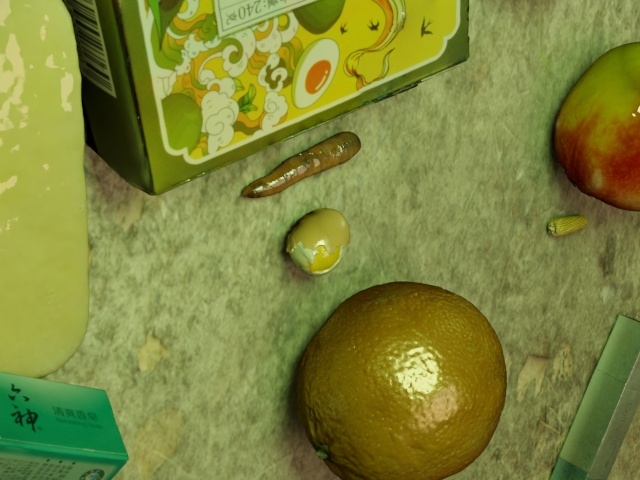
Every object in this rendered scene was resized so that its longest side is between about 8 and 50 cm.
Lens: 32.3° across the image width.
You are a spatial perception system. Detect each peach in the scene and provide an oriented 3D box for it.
[{"bbox_3d":[0.434,-0.153,1.506,0.231,0.231,0.231,-17,118,-35],"label":"peach"}]

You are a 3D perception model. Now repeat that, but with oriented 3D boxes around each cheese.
[{"bbox_3d":[-0.334,-0.012,0.989,0.384,0.104,0.384,-17,119,-34],"label":"cheese"}]

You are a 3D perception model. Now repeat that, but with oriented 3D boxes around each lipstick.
[{"bbox_3d":[0.469,0.282,1.813,0.066,0.068,0.317,17,96,-42],"label":"lipstick"}]

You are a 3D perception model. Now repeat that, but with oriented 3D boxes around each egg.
[{"bbox_3d":[0.000,0.000,1.299,0.083,0.071,0.071,-45,130,-20],"label":"egg"}]

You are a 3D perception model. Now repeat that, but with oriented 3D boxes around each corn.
[{"bbox_3d":[0.362,-0.022,1.626,0.083,0.028,0.027,-12,109,-41],"label":"corn"}]

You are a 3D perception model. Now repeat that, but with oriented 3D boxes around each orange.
[{"bbox_3d":[0.095,0.182,1.348,0.264,0.264,0.264,-17,118,-35],"label":"orange"}]

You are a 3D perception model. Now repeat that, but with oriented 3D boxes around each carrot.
[{"bbox_3d":[-0.020,-0.086,1.273,0.165,0.036,0.035,-27,123,-26],"label":"carrot"}]

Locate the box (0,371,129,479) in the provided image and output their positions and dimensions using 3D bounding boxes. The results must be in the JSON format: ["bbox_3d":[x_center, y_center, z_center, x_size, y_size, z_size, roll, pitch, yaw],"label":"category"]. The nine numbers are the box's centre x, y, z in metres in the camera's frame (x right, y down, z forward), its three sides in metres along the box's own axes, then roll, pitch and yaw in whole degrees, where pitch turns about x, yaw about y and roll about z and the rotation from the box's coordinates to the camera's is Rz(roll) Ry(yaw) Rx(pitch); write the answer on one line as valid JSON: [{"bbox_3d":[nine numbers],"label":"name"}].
[{"bbox_3d":[-0.316,0.241,1.055,0.153,0.092,0.245,20,119,-43],"label":"box"}]

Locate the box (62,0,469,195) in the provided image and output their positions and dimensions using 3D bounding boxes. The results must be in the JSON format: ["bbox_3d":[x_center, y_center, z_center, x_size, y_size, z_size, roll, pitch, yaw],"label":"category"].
[{"bbox_3d":[-0.048,-0.289,1.048,0.420,0.138,0.373,-25,131,-25],"label":"box"}]
